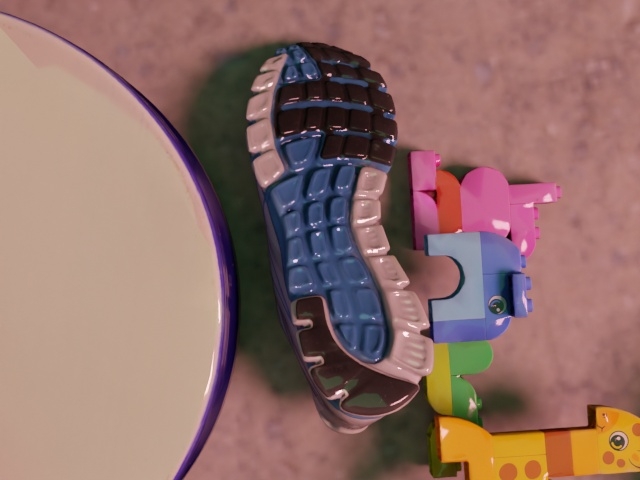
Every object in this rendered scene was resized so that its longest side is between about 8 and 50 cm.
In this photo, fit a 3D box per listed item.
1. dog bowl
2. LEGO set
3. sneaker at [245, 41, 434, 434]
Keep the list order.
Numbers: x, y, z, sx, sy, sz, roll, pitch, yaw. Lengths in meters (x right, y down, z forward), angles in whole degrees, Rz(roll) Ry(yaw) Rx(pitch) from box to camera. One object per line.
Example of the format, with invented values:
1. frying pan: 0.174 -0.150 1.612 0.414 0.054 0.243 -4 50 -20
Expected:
1. dog bowl: -0.169 0.031 0.605 0.265 0.104 0.265 0 89 -1
2. LEGO set: 0.096 0.069 0.617 0.093 0.087 0.227 -4 90 -1
3. sneaker: 0.000 0.000 0.628 0.071 0.083 0.191 -2 65 -10
